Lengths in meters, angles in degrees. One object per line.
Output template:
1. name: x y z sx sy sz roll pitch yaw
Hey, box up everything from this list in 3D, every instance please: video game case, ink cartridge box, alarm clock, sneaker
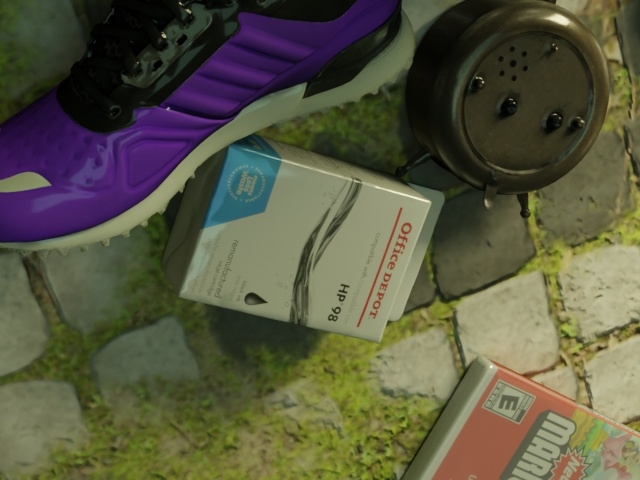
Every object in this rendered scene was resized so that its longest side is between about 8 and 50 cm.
1. video game case: 0.183 0.229 1.004 0.285 0.025 0.204 27 98 -25
2. ink cartridge box: 0.000 0.000 0.842 0.180 0.060 0.104 14 103 -23
3. alarm clock: 0.132 -0.114 0.850 0.129 0.064 0.192 16 99 -23
4. sneaker: -0.085 -0.112 0.726 0.293 0.102 0.146 -31 143 -14
